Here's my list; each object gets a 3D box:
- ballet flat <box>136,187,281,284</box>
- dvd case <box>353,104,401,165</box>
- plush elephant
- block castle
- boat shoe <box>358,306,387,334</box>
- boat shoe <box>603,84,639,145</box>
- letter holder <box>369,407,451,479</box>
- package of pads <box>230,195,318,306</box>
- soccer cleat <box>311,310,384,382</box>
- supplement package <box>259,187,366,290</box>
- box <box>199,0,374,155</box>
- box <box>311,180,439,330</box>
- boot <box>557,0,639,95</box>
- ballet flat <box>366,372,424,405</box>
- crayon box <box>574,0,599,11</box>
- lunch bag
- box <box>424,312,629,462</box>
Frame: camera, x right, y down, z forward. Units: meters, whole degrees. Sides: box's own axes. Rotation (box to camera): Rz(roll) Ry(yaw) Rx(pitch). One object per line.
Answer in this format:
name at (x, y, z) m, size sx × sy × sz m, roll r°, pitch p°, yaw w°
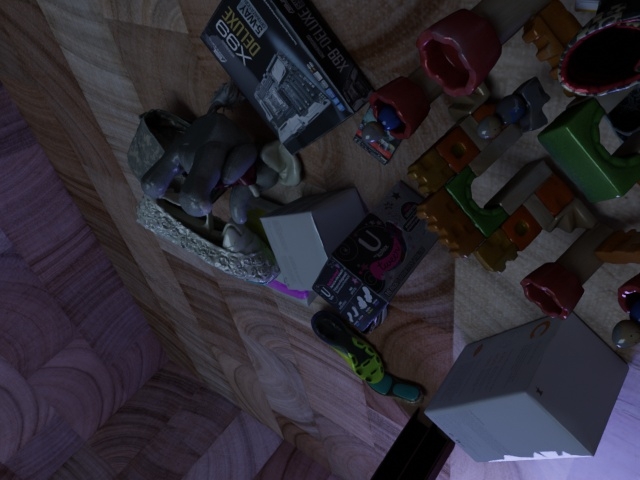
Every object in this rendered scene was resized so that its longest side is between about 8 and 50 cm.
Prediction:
ballet flat at (-0.277, -0.022, 1.350) m, size 0.408 × 0.147 × 0.147 m, roll 25°, pitch 148°, yaw -2°
dvd case at (0.115, -0.207, 1.028) m, size 0.087 × 0.013 × 0.119 m, roll 40°, pitch 150°, yaw 8°
plush elephant at (-0.206, -0.164, 1.245) m, size 0.271 × 0.330 × 0.255 m, roll 11°, pitch 159°, yaw 45°
block castle at (0.270, -0.080, 0.712) m, size 0.453 × 0.213 × 0.303 m, roll 48°, pitch 171°, yaw -5°
boat shoe at (0.122, 0.149, 1.364) m, size 0.095 × 0.095 × 0.258 m, roll 22°, pitch 142°, yaw 33°
boat shoe at (0.404, -0.155, 0.686) m, size 0.228 × 0.081 × 0.079 m, roll 52°, pitch 148°, yaw -12°
letter holder at (0.275, 0.652, 1.584) m, size 0.151 × 0.302 × 0.215 m, roll 29°, pitch 145°, yaw 25°
package of pads at (-0.120, 0.025, 1.495) m, size 0.229 × 0.101 × 0.297 m, roll 23°, pitch 142°, yaw 29°
soccer cleat at (0.087, 0.320, 1.644) m, size 0.289 × 0.093 × 0.121 m, roll 44°, pitch 180°, yaw -8°
supplement package at (0.000, 0.000, 1.245) m, size 0.203 × 0.149 × 0.194 m, roll -3°, pitch 112°, yaw 51°
box at (-0.072, -0.339, 1.026) m, size 0.308 × 0.076 × 0.242 m, roll 52°, pitch 149°, yaw -12°
box at (0.120, 0.027, 1.073) m, size 0.142 × 0.247 × 0.163 m, roll 38°, pitch 148°, yaw 7°
boot at (0.331, -0.213, 0.449) m, size 0.085 × 0.179 × 0.236 m, roll 53°, pitch 149°, yaw -16°
ballet flat at (0.228, 0.460, 1.641) m, size 0.206 × 0.073 × 0.067 m, roll 15°, pitch 153°, yaw 45°
crayon box at (0.351, -0.363, 0.501) m, size 0.165 × 0.081 × 0.279 m, roll 20°, pitch 142°, yaw 34°
lunch bag at (-0.390, -0.209, 1.464) m, size 0.287 × 0.169 × 0.235 m, roll 45°, pitch 148°, yaw -10°
box at (0.410, 0.314, 1.110) m, size 0.168 × 0.215 × 0.345 m, roll 43°, pitch 150°, yaw 1°
